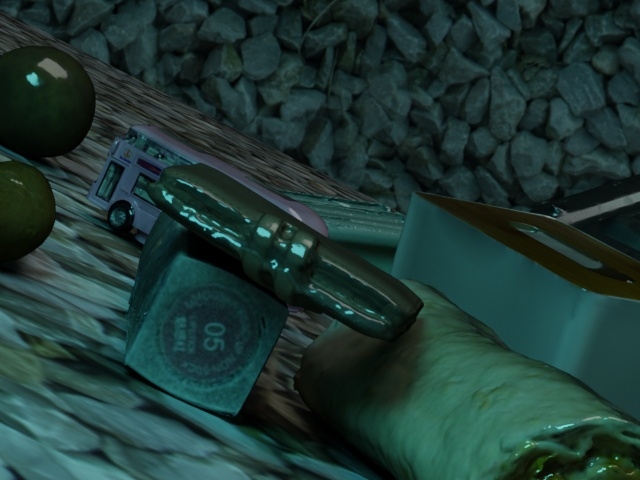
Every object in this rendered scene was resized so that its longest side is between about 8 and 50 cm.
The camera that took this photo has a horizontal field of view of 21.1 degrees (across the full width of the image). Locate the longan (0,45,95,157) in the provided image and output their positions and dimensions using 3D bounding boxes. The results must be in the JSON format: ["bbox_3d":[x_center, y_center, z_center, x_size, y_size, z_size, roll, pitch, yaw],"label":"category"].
[{"bbox_3d":[-0.253,-0.119,1.515,0.106,0.106,0.119,23,-35,-31],"label":"longan"}]

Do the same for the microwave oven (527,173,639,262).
[{"bbox_3d":[0.313,0.065,1.487,0.237,0.181,0.295,-18,25,-21],"label":"microwave oven"}]

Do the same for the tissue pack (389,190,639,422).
[{"bbox_3d":[0.173,0.070,1.328,0.159,0.136,0.246,9,13,-32],"label":"tissue pack"}]

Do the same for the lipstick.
[{"bbox_3d":[-0.071,0.027,1.030,0.077,0.076,0.290,26,5,-9],"label":"lipstick"}]

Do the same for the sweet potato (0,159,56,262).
[{"bbox_3d":[-0.199,-0.017,0.983,0.069,0.059,0.249,7,4,16],"label":"sweet potato"}]

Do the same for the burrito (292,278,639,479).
[{"bbox_3d":[0.102,0.112,0.917,0.143,0.105,0.299,28,2,-29],"label":"burrito"}]

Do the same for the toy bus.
[{"bbox_3d":[-0.085,-0.017,1.317,0.203,0.090,0.063,28,6,28],"label":"toy bus"}]

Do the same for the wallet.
[{"bbox_3d":[-0.018,0.007,0.910,0.152,0.039,0.118,33,5,7],"label":"wallet"}]

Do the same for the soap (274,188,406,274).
[{"bbox_3d":[0.000,0.000,1.488,0.198,0.063,0.114,7,14,-37],"label":"soap"}]
